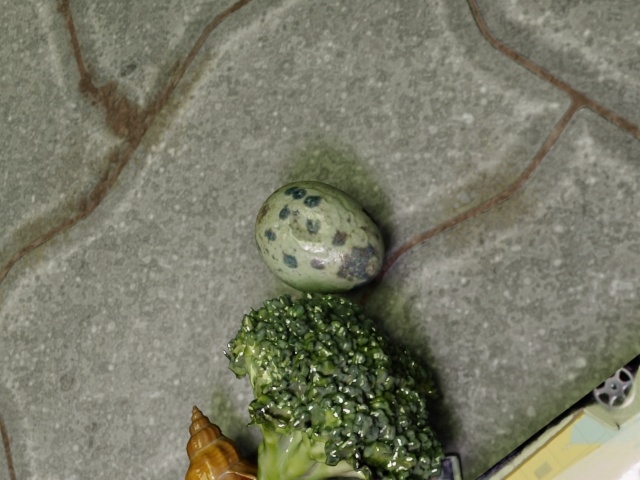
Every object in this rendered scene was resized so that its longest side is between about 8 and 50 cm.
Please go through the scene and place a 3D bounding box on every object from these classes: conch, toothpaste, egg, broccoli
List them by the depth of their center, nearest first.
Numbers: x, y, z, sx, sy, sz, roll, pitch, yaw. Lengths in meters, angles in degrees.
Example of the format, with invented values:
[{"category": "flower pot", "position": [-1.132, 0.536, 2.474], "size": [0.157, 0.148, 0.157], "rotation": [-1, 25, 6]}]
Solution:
[{"category": "broccoli", "position": [0.011, 0.209, 1.550], "size": [0.245, 0.248, 0.288], "rotation": [115, 154, -44]}, {"category": "toothpaste", "position": [0.108, 0.291, 1.560], "size": [0.140, 0.021, 0.037], "rotation": [-15, 75, 28]}, {"category": "egg", "position": [0.000, 0.000, 1.630], "size": [0.182, 0.141, 0.141], "rotation": [26, 94, 25]}, {"category": "conch", "position": [-0.092, 0.363, 1.645], "size": [0.109, 0.093, 0.330], "rotation": [-29, 84, 6]}]

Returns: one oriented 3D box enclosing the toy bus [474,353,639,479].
[{"category": "toy bus", "position": [0.291, 0.271, 1.362], "size": [0.386, 0.171, 0.162], "rotation": [-42, 69, 18]}]
